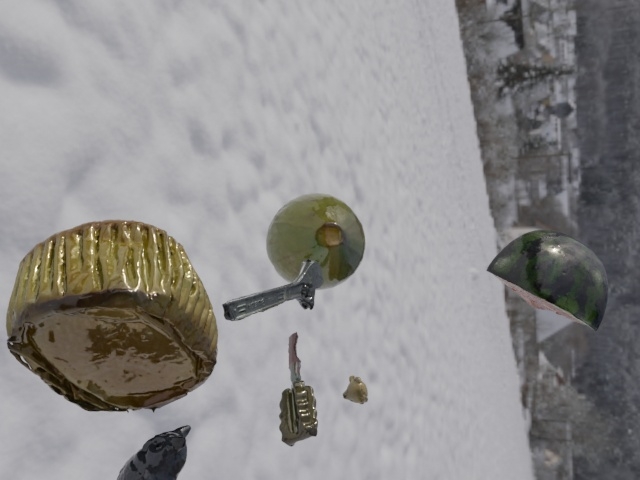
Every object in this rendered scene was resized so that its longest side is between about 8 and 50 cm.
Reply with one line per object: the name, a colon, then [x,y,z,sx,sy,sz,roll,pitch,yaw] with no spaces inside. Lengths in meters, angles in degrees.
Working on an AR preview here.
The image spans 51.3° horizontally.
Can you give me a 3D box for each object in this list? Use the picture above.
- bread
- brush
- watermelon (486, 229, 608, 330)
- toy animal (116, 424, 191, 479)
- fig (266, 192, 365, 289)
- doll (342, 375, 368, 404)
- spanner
bread: [-0.247,0.099,0.820,0.253,0.228,0.142,75,-3,-49]
brush: [-0.057,0.320,1.502,0.071,0.084,0.301,45,23,-33]
watermelon: [0.393,0.064,1.092,0.145,0.193,0.137,26,-50,63]
toy animal: [-0.209,0.325,0.793,0.117,0.210,0.121,45,3,-7]
fig: [0.000,0.000,1.555,0.271,0.240,0.239,171,-81,-70]
doll: [0.078,0.300,1.340,0.061,0.051,0.093,67,19,5]
spanner: [-0.068,0.089,1.125,0.325,0.026,0.093,-11,98,-64]
